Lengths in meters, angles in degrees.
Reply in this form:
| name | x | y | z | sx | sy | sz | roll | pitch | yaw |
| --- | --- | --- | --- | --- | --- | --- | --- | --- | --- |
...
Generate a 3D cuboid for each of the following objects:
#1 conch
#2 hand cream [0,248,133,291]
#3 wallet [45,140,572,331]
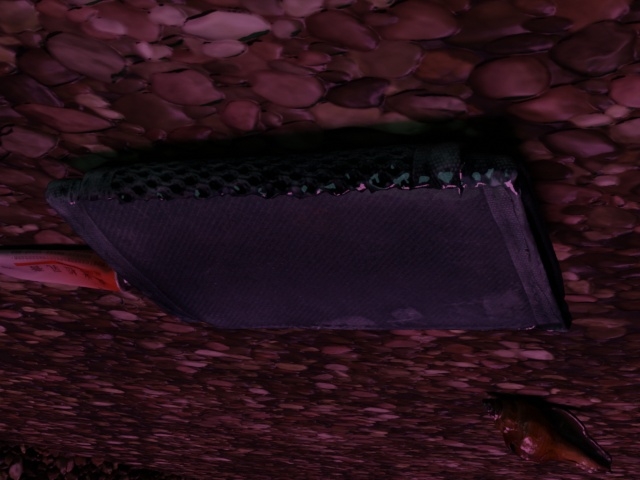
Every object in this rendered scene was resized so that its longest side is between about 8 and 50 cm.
| name | x | y | z | sx | sy | sz | roll | pitch | yaw |
| --- | --- | --- | --- | --- | --- | --- | --- | --- | --- |
| conch | 0.320 | 0.278 | 1.432 | 0.232 | 0.086 | 0.080 | 21 | 156 | -34 |
| hand cream | -0.247 | 0.023 | 0.937 | 0.216 | 0.038 | 0.052 | 2 | 134 | 21 |
| wallet | 0.000 | 0.000 | 0.745 | 0.342 | 0.075 | 0.237 | -1 | 154 | 24 |
